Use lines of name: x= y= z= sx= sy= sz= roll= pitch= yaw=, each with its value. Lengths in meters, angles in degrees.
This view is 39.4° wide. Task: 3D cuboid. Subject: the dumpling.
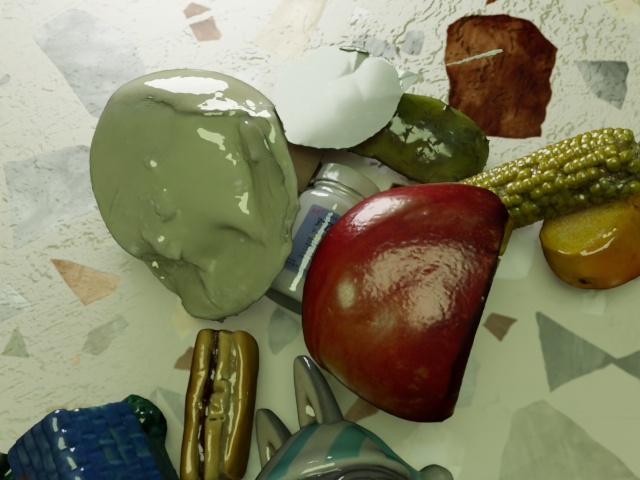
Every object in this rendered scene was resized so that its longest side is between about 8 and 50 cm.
dumpling: x=-0.147 y=-0.054 z=1.105 sx=0.233 sy=0.395 sz=0.316 roll=-21 pitch=108 yaw=-41

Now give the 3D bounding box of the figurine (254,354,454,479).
figurine: x=0.063 y=0.284 z=0.978 sx=0.361 sy=0.266 sz=0.378 roll=-18 pitch=71 yaw=-8

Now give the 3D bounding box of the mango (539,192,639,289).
mango: x=0.381 y=-0.022 z=1.145 sx=0.217 sy=0.102 sz=0.141 roll=-42 pitch=45 yaw=-14

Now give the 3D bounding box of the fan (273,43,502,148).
fan: x=0.088 y=-0.207 z=1.175 sx=0.310 sy=0.010 sz=0.182 roll=-13 pitch=58 yaw=5

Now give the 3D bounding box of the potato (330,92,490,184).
potato: x=0.119 y=-0.140 z=1.199 sx=0.225 sy=0.090 sz=0.117 roll=18 pitch=69 yaw=-1

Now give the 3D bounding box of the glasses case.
glasses case: x=-0.017 y=-0.147 z=1.240 sx=0.102 sy=0.070 sz=0.193 roll=32 pitch=71 yaw=-16

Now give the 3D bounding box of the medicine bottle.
medicine bottle: x=0.000 y=0.000 z=1.159 sx=0.102 sy=0.103 sz=0.187 roll=25 pitch=74 yaw=12

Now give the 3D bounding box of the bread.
bread: x=-0.121 y=0.207 z=1.088 sx=0.077 sy=0.116 sz=0.200 roll=4 pitch=71 yaw=3

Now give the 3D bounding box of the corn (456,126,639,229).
corn: x=0.259 y=-0.061 z=1.122 sx=0.319 sy=0.097 sz=0.097 roll=-20 pitch=69 yaw=23

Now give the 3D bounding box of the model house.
model house: x=-0.300 y=0.310 z=0.956 sx=0.295 sy=0.329 sz=0.252 roll=-23 pitch=74 yaw=-6

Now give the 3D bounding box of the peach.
peach: x=0.108 y=0.053 z=1.029 sx=0.245 sy=0.248 sz=0.275 roll=26 pitch=94 yaw=-17
